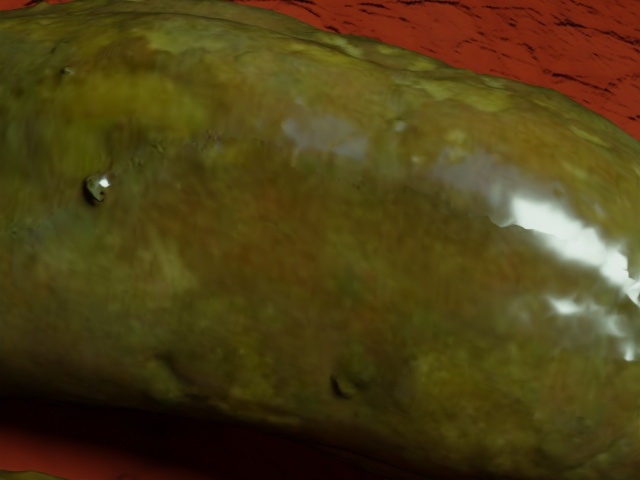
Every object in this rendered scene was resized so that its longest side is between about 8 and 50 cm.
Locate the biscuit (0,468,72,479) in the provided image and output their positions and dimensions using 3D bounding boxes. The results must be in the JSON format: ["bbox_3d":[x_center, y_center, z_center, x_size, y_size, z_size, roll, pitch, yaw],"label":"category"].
[{"bbox_3d":[-0.135,0.105,0.157,0.368,0.076,0.394,14,5,10],"label":"biscuit"}]

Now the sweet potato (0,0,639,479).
[{"bbox_3d":[0.000,0.000,0.383,0.369,0.158,0.158,9,39,12],"label":"sweet potato"}]
